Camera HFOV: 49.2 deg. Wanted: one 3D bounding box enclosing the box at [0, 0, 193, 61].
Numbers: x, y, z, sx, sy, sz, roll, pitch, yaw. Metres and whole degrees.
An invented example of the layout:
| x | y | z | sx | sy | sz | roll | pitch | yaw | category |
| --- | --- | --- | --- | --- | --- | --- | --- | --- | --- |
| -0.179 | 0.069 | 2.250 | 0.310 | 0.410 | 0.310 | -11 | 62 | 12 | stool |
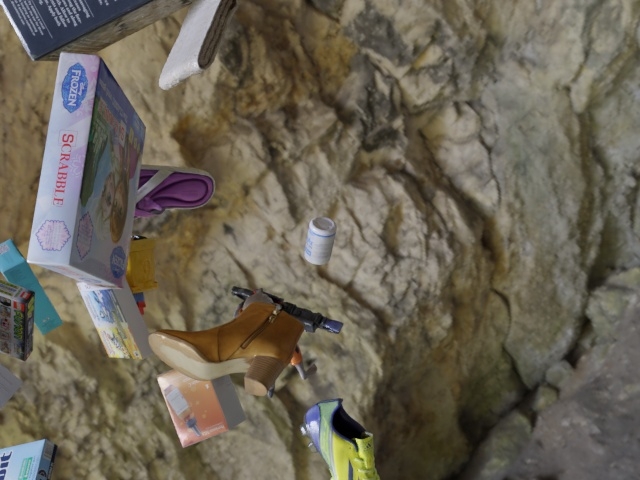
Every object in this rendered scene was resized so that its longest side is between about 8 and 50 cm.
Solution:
| x | y | z | sx | sy | sz | roll | pitch | yaw | category |
| --- | --- | --- | --- | --- | --- | --- | --- | --- | --- |
| -0.504 | -0.599 | 1.640 | 0.395 | 0.212 | 0.293 | -24 | 13 | 6 | box |

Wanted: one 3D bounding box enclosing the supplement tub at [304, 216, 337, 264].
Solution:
| x | y | z | sx | sy | sz | roll | pitch | yaw | category |
| --- | --- | --- | --- | --- | --- | --- | --- | --- | --- |
| 0.000 | 0.000 | 1.765 | 0.071 | 0.071 | 0.107 | -32 | -37 | -44 | supplement tub |

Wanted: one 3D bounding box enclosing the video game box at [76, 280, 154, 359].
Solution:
| x | y | z | sx | sy | sz | roll | pitch | yaw | category |
| --- | --- | --- | --- | --- | --- | --- | --- | --- | --- |
| -0.481 | 0.178 | 1.639 | 0.048 | 0.205 | 0.187 | -28 | 12 | -37 | video game box |

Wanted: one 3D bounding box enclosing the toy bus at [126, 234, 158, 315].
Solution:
| x | y | z | sx | sy | sz | roll | pitch | yaw | category |
| --- | --- | --- | --- | --- | --- | --- | --- | --- | --- |
| -0.529 | 0.098 | 1.799 | 0.220 | 0.211 | 0.149 | -7 | 3 | 23 | toy bus |

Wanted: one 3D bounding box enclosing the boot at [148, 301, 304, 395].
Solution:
| x | y | z | sx | sy | sz | roll | pitch | yaw | category |
| --- | --- | --- | --- | --- | --- | --- | --- | --- | --- |
| -0.198 | 0.206 | 1.519 | 0.211 | 0.295 | 0.104 | -62 | -12 | -47 | boot |

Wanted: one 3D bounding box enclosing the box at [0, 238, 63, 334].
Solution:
| x | y | z | sx | sy | sz | roll | pitch | yaw | category |
| --- | --- | --- | --- | --- | --- | --- | --- | --- | --- |
| -0.718 | 0.118 | 1.712 | 0.060 | 0.100 | 0.244 | -33 | -40 | -22 | box |

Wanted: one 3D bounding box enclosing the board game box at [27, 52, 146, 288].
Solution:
| x | y | z | sx | sy | sz | roll | pitch | yaw | category |
| --- | --- | --- | --- | --- | --- | --- | --- | --- | --- |
| -0.371 | -0.094 | 1.154 | 0.319 | 0.066 | 0.318 | 99 | 176 | -81 | board game box |

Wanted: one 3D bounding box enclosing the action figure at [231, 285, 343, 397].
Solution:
| x | y | z | sx | sy | sz | roll | pitch | yaw | category |
| --- | --- | --- | --- | --- | --- | --- | --- | --- | --- |
| -0.109 | 0.264 | 1.856 | 0.178 | 0.341 | 0.330 | -54 | -38 | -36 | action figure |

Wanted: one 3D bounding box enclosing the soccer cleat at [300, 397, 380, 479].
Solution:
| x | y | z | sx | sy | sz | roll | pitch | yaw | category |
| --- | --- | --- | --- | --- | --- | --- | --- | --- | --- |
| 0.073 | 0.454 | 1.428 | 0.121 | 0.289 | 0.093 | -32 | 3 | 21 | soccer cleat |

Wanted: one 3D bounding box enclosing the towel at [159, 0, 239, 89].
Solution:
| x | y | z | sx | sy | sz | roll | pitch | yaw | category |
| --- | --- | --- | --- | --- | --- | --- | --- | --- | --- |
| -0.259 | -0.467 | 1.543 | 0.187 | 0.049 | 0.282 | -8 | 58 | 52 | towel |

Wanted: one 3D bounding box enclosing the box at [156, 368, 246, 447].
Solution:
| x | y | z | sx | sy | sz | roll | pitch | yaw | category |
| --- | --- | --- | --- | --- | --- | --- | --- | --- | --- |
| -0.267 | 0.355 | 1.572 | 0.130 | 0.170 | 0.091 | -25 | -7 | 17 | box |

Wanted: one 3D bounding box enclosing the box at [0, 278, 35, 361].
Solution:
| x | y | z | sx | sy | sz | roll | pitch | yaw | category |
| --- | --- | --- | --- | --- | --- | --- | --- | --- | --- |
| -0.674 | 0.168 | 1.493 | 0.036 | 0.114 | 0.207 | -72 | 4 | -49 | box |

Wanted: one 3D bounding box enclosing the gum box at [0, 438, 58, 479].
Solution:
| x | y | z | sx | sy | sz | roll | pitch | yaw | category |
| --- | --- | --- | --- | --- | --- | --- | --- | --- | --- |
| -0.602 | 0.474 | 1.329 | 0.184 | 0.157 | 0.041 | -16 | -41 | 17 | gum box |

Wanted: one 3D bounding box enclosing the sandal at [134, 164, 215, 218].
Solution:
| x | y | z | sx | sy | sz | roll | pitch | yaw | category |
| --- | --- | --- | --- | --- | --- | --- | --- | --- | --- |
| -0.468 | -0.132 | 1.980 | 0.416 | 0.102 | 0.169 | -16 | -55 | -38 | sandal |

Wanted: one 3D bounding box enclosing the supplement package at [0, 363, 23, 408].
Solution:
| x | y | z | sx | sy | sz | roll | pitch | yaw | category |
| --- | --- | --- | --- | --- | --- | --- | --- | --- | --- |
| -0.777 | 0.273 | 1.401 | 0.204 | 0.262 | 0.145 | -27 | 22 | 41 | supplement package |
